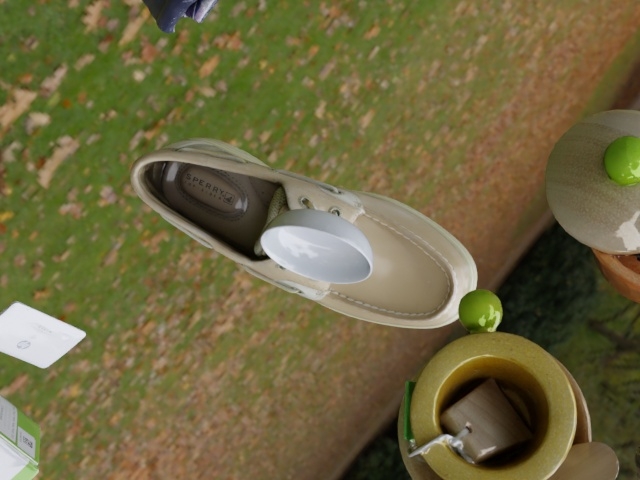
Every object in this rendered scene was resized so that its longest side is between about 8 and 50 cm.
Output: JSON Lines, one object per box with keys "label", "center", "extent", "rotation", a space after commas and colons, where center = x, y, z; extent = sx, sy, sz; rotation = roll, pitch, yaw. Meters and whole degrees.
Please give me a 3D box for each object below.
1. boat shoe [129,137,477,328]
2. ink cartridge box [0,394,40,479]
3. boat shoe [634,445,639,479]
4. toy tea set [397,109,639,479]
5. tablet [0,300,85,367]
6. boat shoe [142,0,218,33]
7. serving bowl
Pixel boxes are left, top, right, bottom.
{"label": "boat shoe", "center": [-0.019, -0.005, 0.869], "extent": [0.109, 0.302, 0.098], "rotation": [-68, 165, 12]}
{"label": "ink cartridge box", "center": [-0.433, 0.191, 1.025], "extent": [0.189, 0.255, 0.097], "rotation": [-43, -158, 2]}
{"label": "boat shoe", "center": [0.480, 0.182, 1.046], "extent": [0.355, 0.130, 0.132], "rotation": [-20, 169, 40]}
{"label": "toy tea set", "center": [0.123, 0.107, 0.394], "extent": [0.200, 0.336, 0.124], "rotation": [-14, 160, 7]}
{"label": "tablet", "center": [-0.245, 0.081, 0.881], "extent": [0.054, 0.006, 0.083], "rotation": [-38, 140, 14]}
{"label": "boat shoe", "center": [-0.109, -0.357, 1.040], "extent": [0.127, 0.158, 0.340], "rotation": [-35, 175, -42]}
{"label": "serving bowl", "center": [0.000, 0.000, 0.751], "extent": [0.083, 0.083, 0.027], "rotation": [105, 1, -65]}
